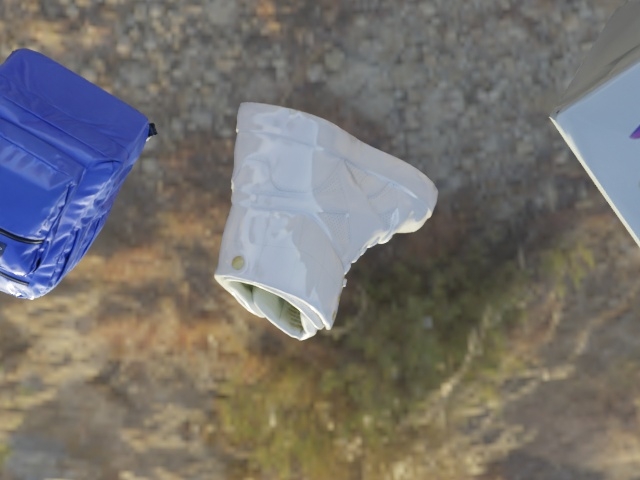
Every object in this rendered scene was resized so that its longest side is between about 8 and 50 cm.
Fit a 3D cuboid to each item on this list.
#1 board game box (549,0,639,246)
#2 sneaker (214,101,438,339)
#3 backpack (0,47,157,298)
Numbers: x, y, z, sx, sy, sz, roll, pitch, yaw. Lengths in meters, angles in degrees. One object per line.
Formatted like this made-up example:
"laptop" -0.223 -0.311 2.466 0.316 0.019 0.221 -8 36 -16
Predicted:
"board game box" 0.215 0.033 0.597 0.097 0.224 0.303 -34 96 22
"sneaker" 0.000 0.000 1.415 0.108 0.169 0.292 9 174 29
"backpack" -0.168 -0.028 0.947 0.098 0.101 0.120 34 125 2
